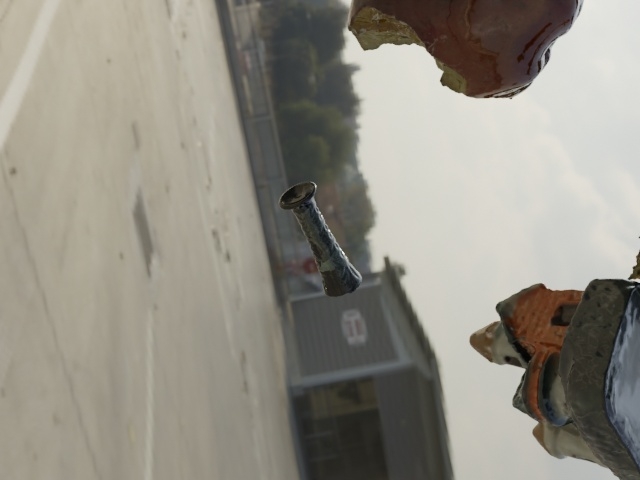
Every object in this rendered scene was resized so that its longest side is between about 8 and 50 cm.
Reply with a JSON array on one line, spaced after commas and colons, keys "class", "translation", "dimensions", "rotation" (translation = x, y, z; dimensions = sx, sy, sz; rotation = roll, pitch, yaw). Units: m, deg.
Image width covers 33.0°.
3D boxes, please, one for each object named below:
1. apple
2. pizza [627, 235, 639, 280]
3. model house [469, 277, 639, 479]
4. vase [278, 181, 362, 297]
[{"class": "apple", "translation": [0.111, -0.188, 0.784], "dimensions": [0.156, 0.158, 0.147], "rotation": [-49, 157, -64]}, {"class": "pizza", "translation": [0.418, -0.010, 1.152], "dimensions": [0.292, 0.197, 0.058], "rotation": [-46, -114, 47]}, {"class": "model house", "translation": [0.303, 0.181, 1.381], "dimensions": [0.271, 0.301, 0.190], "rotation": [46, 62, -38]}, {"class": "vase", "translation": [0.000, 0.000, 1.504], "dimensions": [0.059, 0.059, 0.167], "rotation": [-103, 168, -60]}]
